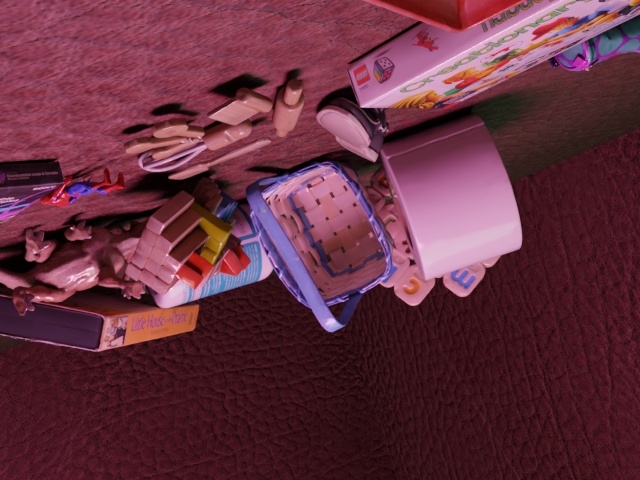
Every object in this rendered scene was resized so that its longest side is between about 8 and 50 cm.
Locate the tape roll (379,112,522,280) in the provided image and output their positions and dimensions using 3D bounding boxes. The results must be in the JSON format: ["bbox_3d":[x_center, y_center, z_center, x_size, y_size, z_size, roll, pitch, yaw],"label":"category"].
[{"bbox_3d":[0.213,-0.072,1.350,0.169,0.246,0.246,-19,175,3],"label":"tape roll"}]

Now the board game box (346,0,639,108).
[{"bbox_3d":[0.202,-0.220,0.831,0.305,0.053,0.193,-23,173,38],"label":"board game box"}]

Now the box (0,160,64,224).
[{"bbox_3d":[-0.362,-0.040,0.848,0.162,0.029,0.116,-25,172,39],"label":"box"}]

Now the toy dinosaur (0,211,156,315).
[{"bbox_3d":[-0.362,0.039,1.207,0.296,0.127,0.200,-12,180,-10],"label":"toy dinosaur"}]

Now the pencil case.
[{"bbox_3d":[0.353,-0.247,0.980,0.152,0.070,0.064,-17,174,-25],"label":"pencil case"}]

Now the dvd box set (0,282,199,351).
[{"bbox_3d":[-0.427,0.122,1.412,0.308,0.062,0.420,8,180,10],"label":"dvd box set"}]

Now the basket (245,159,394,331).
[{"bbox_3d":[0.000,0.000,1.310,0.201,0.254,0.289,-28,-178,18],"label":"basket"}]

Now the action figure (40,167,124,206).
[{"bbox_3d":[-0.281,-0.060,0.932,0.115,0.030,0.038,-16,171,25],"label":"action figure"}]

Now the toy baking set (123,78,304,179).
[{"bbox_3d":[-0.115,-0.122,0.897,0.197,0.030,0.256,-15,174,-5],"label":"toy baking set"}]

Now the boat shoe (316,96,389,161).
[{"bbox_3d":[0.049,-0.156,1.033,0.065,0.075,0.206,-62,166,-1],"label":"boat shoe"}]

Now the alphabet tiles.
[{"bbox_3d":[0.194,-0.027,1.478,0.278,0.284,0.021,-50,160,-10],"label":"alphabet tiles"}]

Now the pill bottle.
[{"bbox_3d":[-0.181,0.019,1.434,0.264,0.146,0.146,-15,174,-26],"label":"pill bottle"}]

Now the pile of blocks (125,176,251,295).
[{"bbox_3d":[-0.154,-0.004,1.184,0.149,0.113,0.362,-57,177,10],"label":"pile of blocks"}]

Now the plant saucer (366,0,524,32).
[{"bbox_3d":[0.155,-0.235,0.550,0.259,0.047,0.258,-23,173,31],"label":"plant saucer"}]
